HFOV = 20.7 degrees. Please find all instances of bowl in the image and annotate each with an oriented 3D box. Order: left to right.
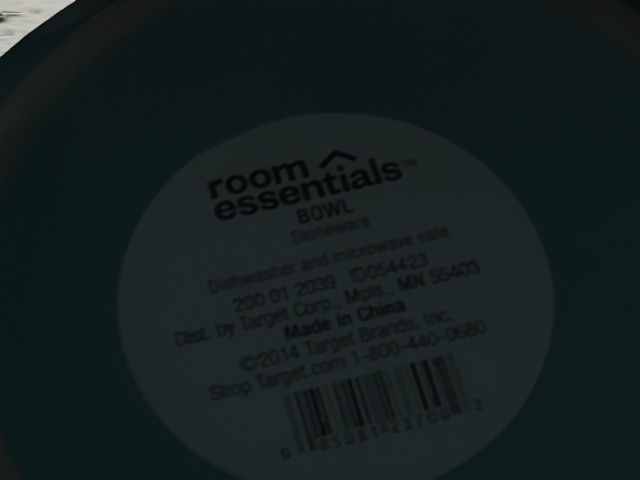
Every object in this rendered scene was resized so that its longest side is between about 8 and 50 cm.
[{"bbox_3d":[0.013,0.047,0.416,0.312,0.311,0.163,-1,151,0],"label":"bowl"}]
